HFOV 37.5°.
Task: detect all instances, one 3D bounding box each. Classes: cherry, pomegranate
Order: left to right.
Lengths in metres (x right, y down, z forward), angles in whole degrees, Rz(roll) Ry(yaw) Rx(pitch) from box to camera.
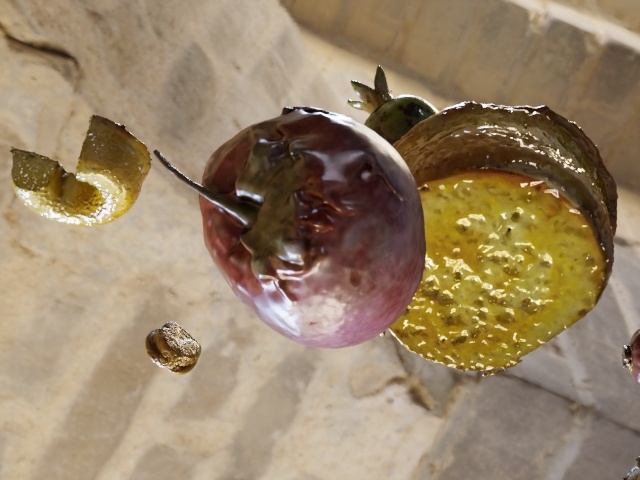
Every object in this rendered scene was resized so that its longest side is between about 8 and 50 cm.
[{"bbox_3d":[0.000,0.000,0.781,0.175,0.192,0.250,-54,-30,-16],"label":"cherry"},{"bbox_3d":[0.118,-0.191,1.578,0.156,0.220,0.156,-36,-15,-11],"label":"pomegranate"}]

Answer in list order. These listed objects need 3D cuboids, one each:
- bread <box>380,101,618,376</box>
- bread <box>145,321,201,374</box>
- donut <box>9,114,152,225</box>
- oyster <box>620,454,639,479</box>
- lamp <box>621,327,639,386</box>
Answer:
[{"bbox_3d":[0.237,-0.009,1.361,0.215,0.398,0.398,-82,13,-61],"label":"bread"},{"bbox_3d":[-0.210,0.155,1.354,0.046,0.083,0.081,-54,34,26],"label":"bread"},{"bbox_3d":[-0.293,-0.074,1.172,0.146,0.181,0.078,46,-145,-47],"label":"donut"},{"bbox_3d":[0.543,0.439,1.612,0.108,0.053,0.166,-102,31,-41],"label":"oyster"},{"bbox_3d":[0.485,0.170,1.369,0.101,0.090,0.101,3,-90,-74],"label":"lamp"}]
